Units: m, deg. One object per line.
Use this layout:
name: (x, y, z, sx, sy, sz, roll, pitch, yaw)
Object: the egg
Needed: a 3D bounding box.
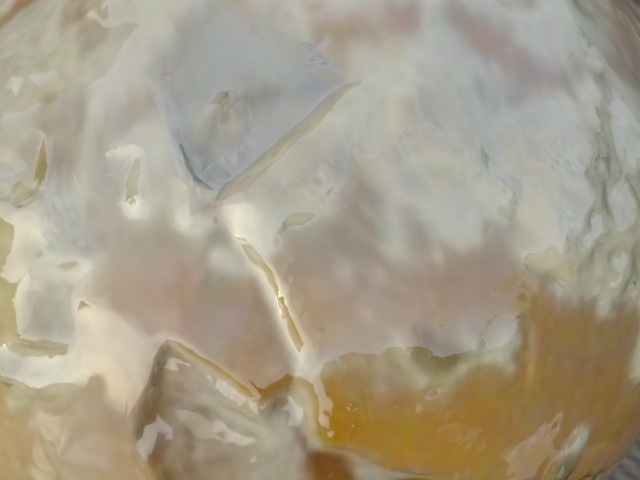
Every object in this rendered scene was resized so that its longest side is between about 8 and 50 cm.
egg: (0.000, 0.000, 0.447, 0.233, 0.195, 0.195, -11, 53, -40)
